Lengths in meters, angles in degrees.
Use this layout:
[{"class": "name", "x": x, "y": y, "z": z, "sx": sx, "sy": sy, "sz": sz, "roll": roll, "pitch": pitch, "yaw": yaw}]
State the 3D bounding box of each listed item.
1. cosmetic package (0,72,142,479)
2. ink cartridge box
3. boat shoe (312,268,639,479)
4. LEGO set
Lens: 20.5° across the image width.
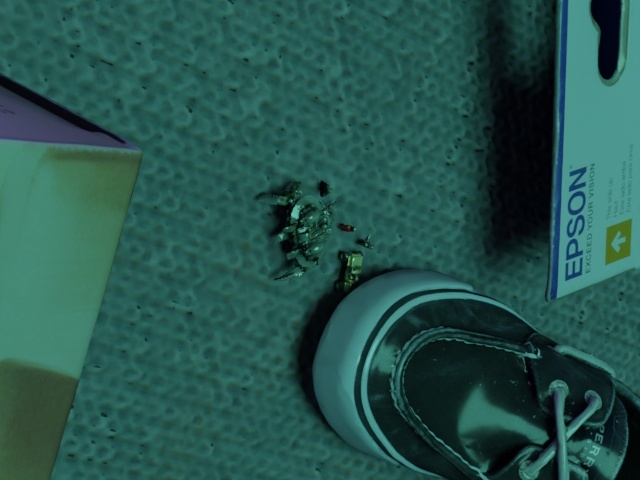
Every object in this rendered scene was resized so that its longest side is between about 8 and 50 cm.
[{"class": "cosmetic package", "x": -0.184, "y": 0.080, "z": 0.586, "sx": 0.129, "sy": 0.153, "sz": 0.296, "roll": 4, "pitch": 110, "yaw": -49}, {"class": "ink cartridge box", "x": 0.224, "y": -0.160, "z": 1.011, "sx": 0.330, "sy": 0.071, "sz": 0.324, "roll": -16, "pitch": 115, "yaw": -36}, {"class": "boat shoe", "x": 0.119, "y": 0.103, "z": 0.969, "sx": 0.301, "sy": 0.102, "sz": 0.108, "roll": 33, "pitch": 80, "yaw": -45}, {"class": "LEGO set", "x": 0.002, "y": -0.002, "z": 0.879, "sx": 0.083, "sy": 0.023, "sz": 0.054, "roll": 11, "pitch": 96, "yaw": -45}]
